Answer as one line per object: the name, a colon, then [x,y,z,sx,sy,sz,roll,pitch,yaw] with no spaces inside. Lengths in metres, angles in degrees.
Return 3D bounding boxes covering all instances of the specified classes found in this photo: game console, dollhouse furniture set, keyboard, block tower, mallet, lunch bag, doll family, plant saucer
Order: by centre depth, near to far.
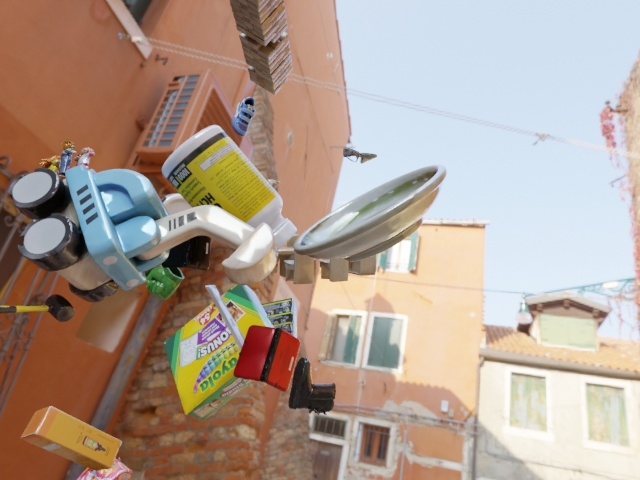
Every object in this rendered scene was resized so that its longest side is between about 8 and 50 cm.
mallet: [-0.561,0.133,0.830,0.062,0.039,0.190,24,8,26]
plant saucer: [0.129,-0.045,1.060,0.401,0.400,0.100,-18,-74,47]
block tower: [-0.140,-0.509,1.078,0.097,0.091,0.335,33,-15,10]
game console: [-0.135,0.304,1.145,0.085,0.143,0.124,-18,-45,41]
game console: [-0.365,0.019,1.213,0.071,0.122,0.107,-9,-16,39]
keyboard: [-0.261,0.240,1.286,0.014,0.256,0.072,-31,-7,-2]
lunch bag: [-0.745,0.859,1.431,0.120,0.293,0.258,30,-30,8]
doll family: [-0.920,-0.267,1.579,0.263,0.163,0.118,-26,-36,32]
dollhouse furniture set: [0.000,0.000,1.610,0.395,0.256,0.362,0,3,-27]

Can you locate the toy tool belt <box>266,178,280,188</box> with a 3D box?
toy tool belt: [-0.204,-0.235,1.876,0.051,0.052,0.083,-13,-3,-20]

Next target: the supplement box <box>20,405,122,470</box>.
supplement box: [-0.652,0.530,1.171,0.080,0.078,0.233,-27,-56,25]

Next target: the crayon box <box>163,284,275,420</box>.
crayon box: [-0.335,0.368,1.516,0.313,0.363,0.106,51,0,43]

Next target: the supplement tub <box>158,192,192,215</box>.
supplement tub: [-0.641,-0.099,1.855,0.194,0.193,0.316,32,-16,-35]

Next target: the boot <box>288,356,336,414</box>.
boot: [-0.012,0.322,0.972,0.099,0.121,0.045,15,-5,-23]

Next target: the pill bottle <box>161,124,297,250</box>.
pill bottle: [-0.220,-0.107,1.119,0.334,0.188,0.188,49,-35,-9]

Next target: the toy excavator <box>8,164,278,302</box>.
toy excavator: [-0.371,-0.027,0.970,0.446,0.432,0.222,-27,-29,-12]

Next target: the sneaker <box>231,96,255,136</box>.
sneaker: [-0.237,-0.389,1.375,0.059,0.144,0.053,-24,-37,39]

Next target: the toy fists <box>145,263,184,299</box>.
toy fists: [-0.686,0.131,1.844,0.279,0.142,0.096,43,10,32]

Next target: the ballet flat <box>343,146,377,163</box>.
ballet flat: [0.119,-0.256,1.354,0.115,0.041,0.041,9,-23,-21]

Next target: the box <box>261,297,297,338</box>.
box: [-0.235,0.369,1.878,0.270,0.216,0.060,-13,-45,9]
